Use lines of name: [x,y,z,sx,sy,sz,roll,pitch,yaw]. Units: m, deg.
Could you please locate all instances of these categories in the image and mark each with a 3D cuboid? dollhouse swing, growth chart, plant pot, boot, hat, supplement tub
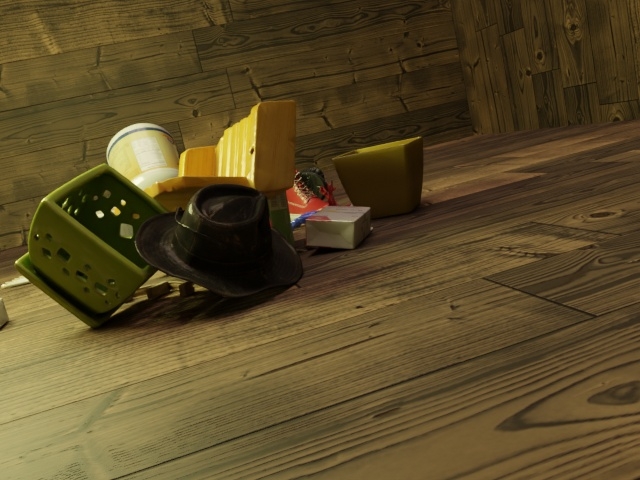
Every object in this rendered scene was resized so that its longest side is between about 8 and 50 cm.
dollhouse swing: [-0.285,-0.191,1.444,0.305,0.315,0.347,14,-21,-38]
growth chart: [-0.924,0.109,2.032,0.172,0.021,0.237,-11,10,11]
plant pot: [-0.429,0.019,1.188,0.207,0.228,0.227,-46,8,26]
boot: [-0.050,-0.215,2.407,0.348,0.131,0.260,-4,13,42]
hat: [-0.171,-0.030,1.148,0.331,0.134,0.331,15,23,-7]
boot: [-0.049,-0.150,1.921,0.088,0.176,0.244,-17,12,-33]
plant pot: [0.179,-0.169,1.705,0.212,0.187,0.212,-8,11,22]
supplement tub: [-0.535,-0.193,1.952,0.228,0.316,0.228,-20,-32,-13]

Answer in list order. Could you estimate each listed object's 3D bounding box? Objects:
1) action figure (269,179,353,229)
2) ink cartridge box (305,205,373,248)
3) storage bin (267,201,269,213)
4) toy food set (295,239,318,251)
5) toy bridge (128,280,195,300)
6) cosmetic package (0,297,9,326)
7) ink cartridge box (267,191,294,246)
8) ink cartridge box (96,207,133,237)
action figure: [-0.023,-0.104,1.774,0.280,0.139,0.091,-6,13,21]
ink cartridge box: [0.050,-0.038,1.434,0.115,0.067,0.198,3,15,17]
storage bin: [-0.233,-0.126,2.301,0.091,0.098,0.135,-43,16,-8]
toy food set: [0.000,0.000,1.477,0.122,0.019,0.078,-18,11,-29]
toy bridge: [-0.347,0.106,1.311,0.188,0.026,0.063,-8,9,25]
cosmetic package: [-0.826,0.192,1.341,0.239,0.060,0.099,-15,11,-14]
ink cartridge box: [-0.110,-0.078,1.615,0.056,0.171,0.235,-10,10,-2]
ink cartridge box: [-0.672,-0.024,2.022,0.171,0.168,0.233,-9,12,19]
